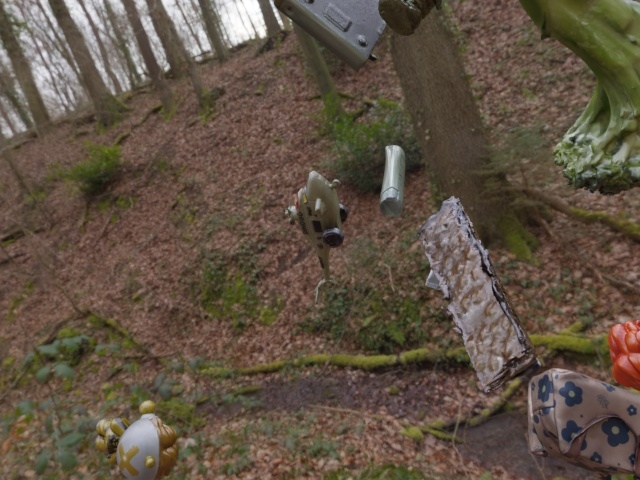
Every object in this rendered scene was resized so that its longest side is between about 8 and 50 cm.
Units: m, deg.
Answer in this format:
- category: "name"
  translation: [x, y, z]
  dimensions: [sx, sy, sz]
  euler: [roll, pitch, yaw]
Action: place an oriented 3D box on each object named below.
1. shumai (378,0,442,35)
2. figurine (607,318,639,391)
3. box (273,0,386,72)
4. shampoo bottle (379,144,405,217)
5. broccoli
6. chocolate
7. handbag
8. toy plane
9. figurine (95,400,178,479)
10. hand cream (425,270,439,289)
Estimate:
- category: "shumai"
  translation: [0.136, -0.362, 0.664]
  dimensions: [0.082, 0.083, 0.080]
  euler: [35, 91, 47]
- category: "figurine"
  translation: [1.058, 0.326, 1.243]
  dimensions: [0.306, 0.241, 0.411]
  euler: [24, -29, -28]
- category: "box"
  translation: [0.057, -0.459, 0.808]
  dimensions: [0.045, 0.210, 0.270]
  euler: [-28, 32, 61]
- category: "shampoo bottle"
  translation: [0.164, -0.138, 1.000]
  dimensions: [0.049, 0.072, 0.212]
  euler: [-6, 40, 18]
- category: "broccoli"
  translation: [0.467, -0.248, 0.709]
  dimensions: [0.396, 0.353, 0.275]
  euler: [10, 1, -5]
- category: "chocolate"
  translation: [0.219, 0.060, 0.641]
  dimensions: [0.102, 0.065, 0.329]
  euler: [-50, 26, 29]
- category: "handbag"
  translation: [0.621, 0.435, 1.035]
  dimensions: [0.190, 0.251, 0.193]
  euler: [105, -175, -59]
- category: "toy plane"
  translation: [0.000, 0.000, 0.818]
  dimensions: [0.108, 0.287, 0.092]
  euler: [-3, 39, 12]
- category: "figurine"
  translation: [-0.242, 0.258, 0.572]
  dimensions: [0.143, 0.102, 0.068]
  euler: [26, 10, 34]
- category: "hand cream"
  translation: [0.330, 0.023, 1.141]
  dimensions: [0.052, 0.216, 0.038]
  euler: [16, -5, 29]
